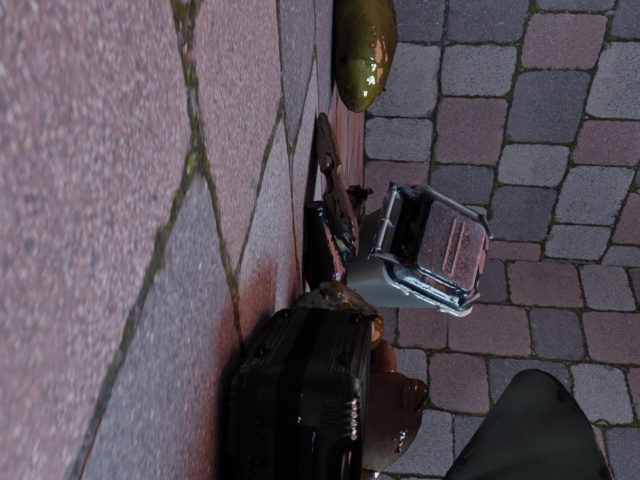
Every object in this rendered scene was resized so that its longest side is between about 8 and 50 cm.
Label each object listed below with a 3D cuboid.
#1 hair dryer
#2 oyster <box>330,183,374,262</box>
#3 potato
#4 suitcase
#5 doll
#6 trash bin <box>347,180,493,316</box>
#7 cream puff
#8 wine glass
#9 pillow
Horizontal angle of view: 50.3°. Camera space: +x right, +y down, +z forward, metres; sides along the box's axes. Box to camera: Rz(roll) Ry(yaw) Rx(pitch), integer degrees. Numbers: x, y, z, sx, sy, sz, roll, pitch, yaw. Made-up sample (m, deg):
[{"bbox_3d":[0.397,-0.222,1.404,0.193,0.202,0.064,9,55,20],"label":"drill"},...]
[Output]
[{"bbox_3d":[0.000,0.000,1.234,0.219,0.075,0.196,-101,-178,-69],"label":"hair dryer"},{"bbox_3d":[0.051,-0.028,1.552,0.223,0.083,0.214,112,-4,-53],"label":"oyster"},{"bbox_3d":[0.097,-0.427,1.487,0.191,0.141,0.297,-6,102,-82],"label":"potato"},{"bbox_3d":[-0.014,0.189,0.734,0.312,0.128,0.202,-55,148,-80],"label":"suitcase"},{"bbox_3d":[0.045,0.253,1.147,0.201,0.156,0.303,-62,-149,6],"label":"doll"},{"bbox_3d":[0.177,0.031,1.596,0.367,0.295,0.256,-17,-128,61],"label":"trash bin"},{"bbox_3d":[0.017,0.136,1.043,0.121,0.156,0.156,51,29,-29],"label":"cream puff"},{"bbox_3d":[0.153,0.354,0.930,0.267,0.405,0.267,167,-90,-79],"label":"wine glass"},{"bbox_3d":[0.026,-0.097,1.213,0.135,0.049,0.249,70,8,-60],"label":"pillow"}]
